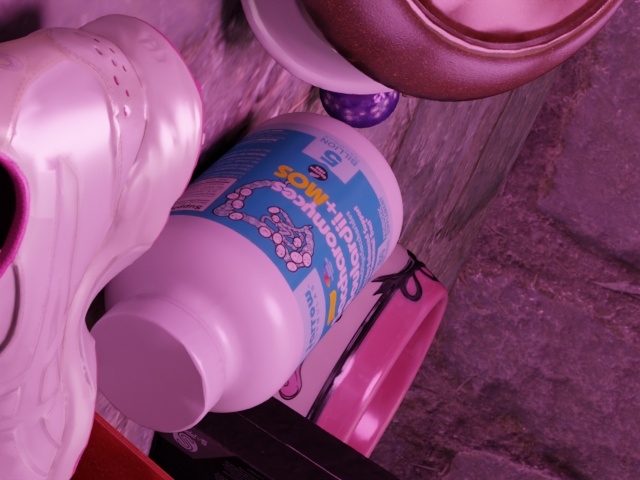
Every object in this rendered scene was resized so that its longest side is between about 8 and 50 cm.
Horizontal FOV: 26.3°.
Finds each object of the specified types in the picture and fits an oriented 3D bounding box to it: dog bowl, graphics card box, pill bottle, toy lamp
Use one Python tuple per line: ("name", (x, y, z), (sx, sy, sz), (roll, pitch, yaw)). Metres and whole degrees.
("dog bowl", (0.005, 0.169, 1.587), (0.408, 0.150, 0.408), (-58, 169, -18))
("graphics card box", (-0.075, 0.315, 1.379), (0.094, 0.233, 0.371), (-44, 160, -43))
("pill bottle", (-0.054, 0.023, 0.969), (0.264, 0.146, 0.146), (-48, 163, -49))
("toy lamp", (0.028, -0.166, 1.049), (0.080, 0.080, 0.274), (-58, 168, -15))

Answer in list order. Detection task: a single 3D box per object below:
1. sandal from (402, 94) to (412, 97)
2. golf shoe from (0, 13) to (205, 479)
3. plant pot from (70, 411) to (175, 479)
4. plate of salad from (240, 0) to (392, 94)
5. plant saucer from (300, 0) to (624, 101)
("sandal", (0.113, -0.225, 1.127), (0.088, 0.079, 0.240), (-86, 178, -52))
("golf shoe", (-0.167, 0.032, 0.650), (0.140, 0.115, 0.306), (-11, 129, -56))
("plant pot", (-0.184, 0.318, 0.897), (0.236, 0.267, 0.267), (-53, 175, 32))
("plate of salad", (0.040, -0.189, 0.884), (0.200, 0.200, 0.048), (-65, -150, 22))
("plant saucer", (0.114, -0.232, 0.833), (0.311, 0.050, 0.310), (-12, 114, -30))
